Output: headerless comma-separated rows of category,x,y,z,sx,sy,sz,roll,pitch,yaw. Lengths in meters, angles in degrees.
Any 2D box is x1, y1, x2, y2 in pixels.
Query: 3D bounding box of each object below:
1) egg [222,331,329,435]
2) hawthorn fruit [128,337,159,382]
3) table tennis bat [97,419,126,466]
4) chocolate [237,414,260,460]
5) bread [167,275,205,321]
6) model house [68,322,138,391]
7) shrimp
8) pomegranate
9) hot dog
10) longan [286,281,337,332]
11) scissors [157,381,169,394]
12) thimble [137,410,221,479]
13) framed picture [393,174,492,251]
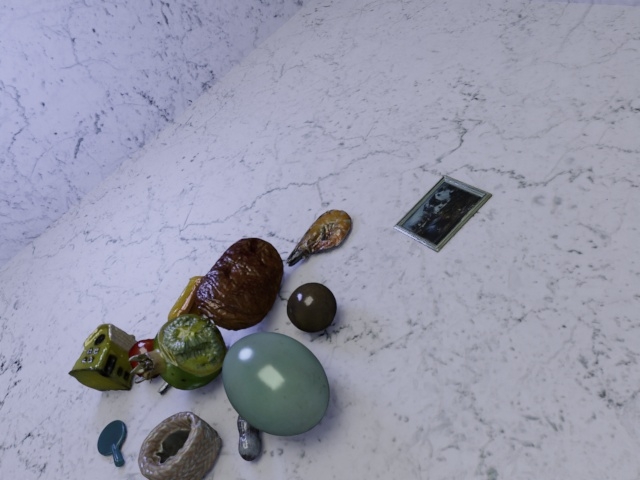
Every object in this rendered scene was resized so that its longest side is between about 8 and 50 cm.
egg,-0.138,0.420,1.550,0.388,0.276,0.276,18,63,44
hawthorn fruit,-0.642,0.452,1.948,0.148,0.148,0.172,-24,51,11
table tennis bat,-0.733,0.721,1.837,0.124,0.033,0.201,-44,40,-8
chocolate,-0.220,0.593,1.597,0.072,0.072,0.167,-24,45,11
bread,-0.514,0.252,2.082,0.094,0.102,0.246,-2,49,40
model house,-0.824,0.449,2.026,0.174,0.193,0.234,-16,45,23
shrimp,0.000,0.000,2.013,0.317,0.062,0.164,-46,46,-16
pomegranate,-0.482,0.394,1.788,0.340,0.261,0.260,-12,29,-34
hot dog,-0.286,0.164,1.881,0.266,0.174,0.388,28,47,2
longan,-0.030,0.225,1.746,0.187,0.167,0.167,-12,45,37
scissors,-0.531,0.482,1.930,0.101,0.027,0.204,20,63,44
thimble,-0.439,0.659,1.625,0.229,0.148,0.196,-46,41,-16
framed picture,0.433,-0.109,1.866,0.296,0.019,0.232,-45,43,-11
